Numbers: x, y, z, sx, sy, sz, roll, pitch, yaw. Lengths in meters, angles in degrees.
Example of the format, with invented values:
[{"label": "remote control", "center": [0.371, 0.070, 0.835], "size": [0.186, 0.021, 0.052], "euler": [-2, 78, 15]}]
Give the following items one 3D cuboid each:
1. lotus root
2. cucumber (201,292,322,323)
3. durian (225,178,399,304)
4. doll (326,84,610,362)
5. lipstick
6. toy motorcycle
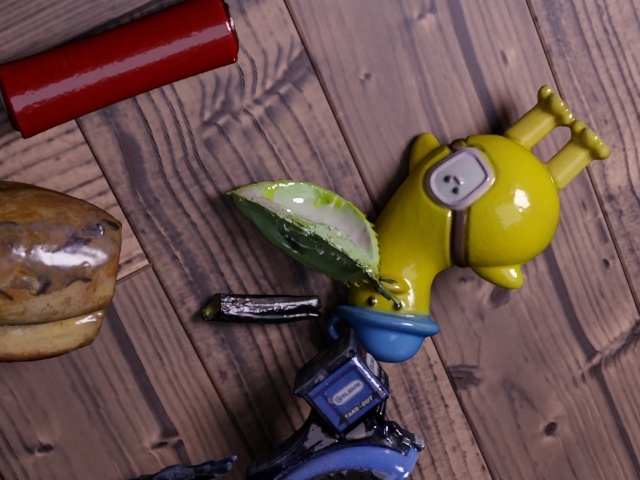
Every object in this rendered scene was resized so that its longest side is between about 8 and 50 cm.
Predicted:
[{"label": "lotus root", "center": [-0.333, 0.032, 1.256], "size": [0.290, 0.193, 0.193], "euler": [2, 105, -17]}, {"label": "cucumber", "center": [-0.064, 0.078, 1.427], "size": [0.134, 0.033, 0.034], "euler": [5, 142, -18]}, {"label": "durian", "center": [0.000, 0.000, 1.378], "size": [0.215, 0.100, 0.086], "euler": [30, 107, 7]}, {"label": "doll", "center": [0.143, -0.014, 1.421], "size": [0.363, 0.145, 0.199], "euler": [-42, 73, 8]}, {"label": "lipstick", "center": [-0.201, -0.175, 1.287], "size": [0.241, 0.080, 0.080], "euler": [-21, 111, -10]}, {"label": "toy motorcycle", "center": [-0.053, 0.273, 1.403], "size": [0.358, 0.125, 0.213], "euler": [-39, 97, 8]}]
